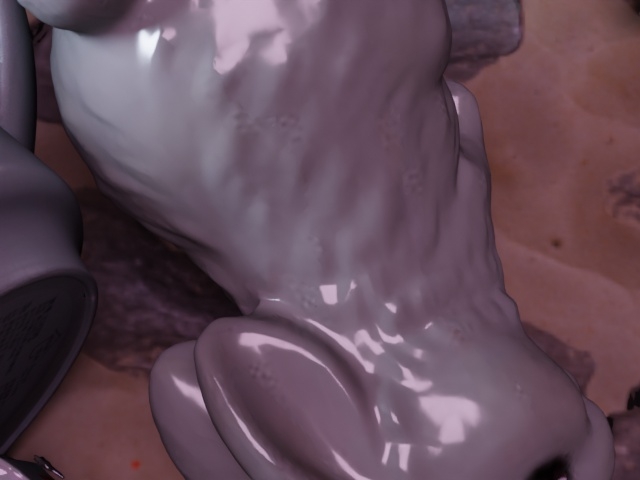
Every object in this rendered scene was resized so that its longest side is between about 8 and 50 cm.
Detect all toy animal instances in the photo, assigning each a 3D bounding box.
[{"bbox_3d":[0.000,0.000,0.470,0.257,0.194,0.358,-13,78,-43],"label":"toy animal"}]

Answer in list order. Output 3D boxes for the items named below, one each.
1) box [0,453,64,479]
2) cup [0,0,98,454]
[{"bbox_3d":[-0.088,0.229,0.461,0.269,0.079,0.135,36,76,8],"label":"box"},{"bbox_3d":[-0.257,-0.045,0.455,0.326,0.237,0.323,38,71,10],"label":"cup"}]
